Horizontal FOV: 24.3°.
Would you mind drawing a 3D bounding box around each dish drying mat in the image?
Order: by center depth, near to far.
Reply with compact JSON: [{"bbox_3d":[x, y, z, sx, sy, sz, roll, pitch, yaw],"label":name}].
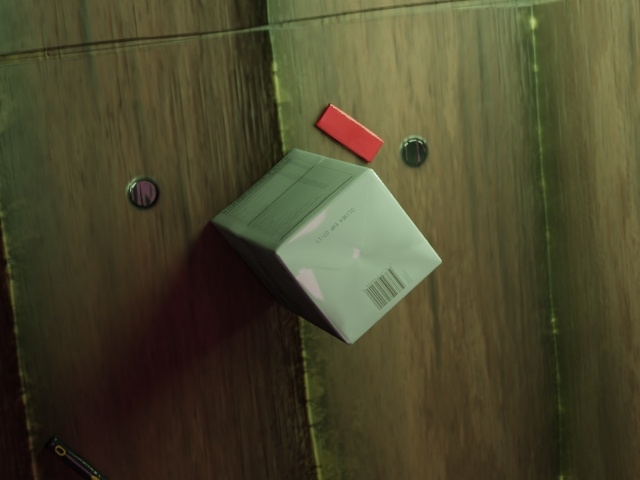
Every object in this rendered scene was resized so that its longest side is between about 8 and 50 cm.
[{"bbox_3d":[0.035,-0.126,1.740,0.083,0.008,0.032,33,87,-23],"label":"dish drying mat"}]

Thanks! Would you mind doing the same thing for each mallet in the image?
[{"bbox_3d":[-0.243,0.295,1.693,0.190,0.039,0.062,35,88,-17],"label":"mallet"}]

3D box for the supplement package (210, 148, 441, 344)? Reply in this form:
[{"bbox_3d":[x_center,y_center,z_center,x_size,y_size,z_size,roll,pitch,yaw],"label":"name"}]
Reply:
[{"bbox_3d":[0.000,0.000,1.620,0.139,0.244,0.134,-41,109,-9],"label":"supplement package"}]
